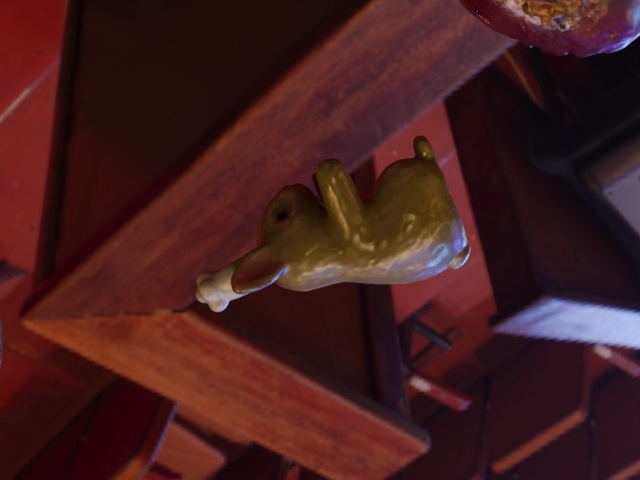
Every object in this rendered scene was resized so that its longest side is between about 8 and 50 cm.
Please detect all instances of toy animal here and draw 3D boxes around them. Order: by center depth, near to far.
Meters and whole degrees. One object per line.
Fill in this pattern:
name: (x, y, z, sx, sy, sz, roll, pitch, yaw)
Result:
toy animal: (0.004, -0.019, 1.486, 0.363, 0.180, 0.181, -8, 173, -1)

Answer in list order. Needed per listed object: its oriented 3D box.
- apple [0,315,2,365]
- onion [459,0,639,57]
apple: (-0.304, 0.076, 0.833, 0.146, 0.131, 0.146, -4, 99, -23)
onion: (0.296, -0.402, 1.251, 0.348, 0.385, 0.347, 16, 138, 15)
